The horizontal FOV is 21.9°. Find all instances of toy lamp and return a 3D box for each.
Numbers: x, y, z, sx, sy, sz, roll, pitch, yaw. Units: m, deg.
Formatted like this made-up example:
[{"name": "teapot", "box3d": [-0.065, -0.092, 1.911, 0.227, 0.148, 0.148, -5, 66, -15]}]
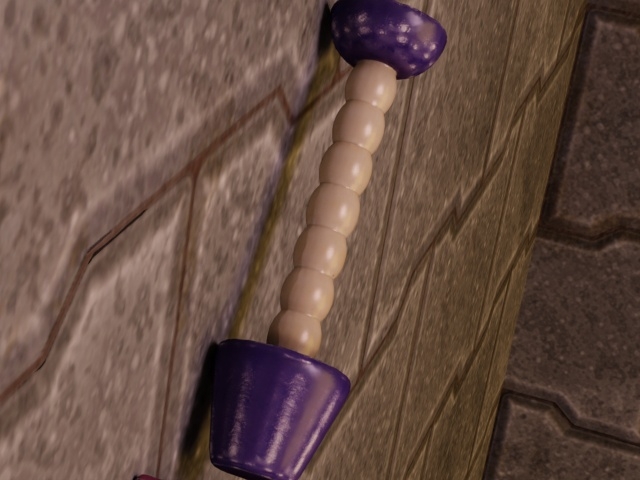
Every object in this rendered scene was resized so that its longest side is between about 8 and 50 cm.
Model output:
[{"name": "toy lamp", "box3d": [0.000, 0.000, 0.920, 0.080, 0.080, 0.275, 66, 37, -71]}]

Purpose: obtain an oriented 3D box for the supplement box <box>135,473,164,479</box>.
[{"name": "supplement box", "box3d": [-0.054, 0.193, 0.887, 0.188, 0.080, 0.104, 53, 53, -74]}]
